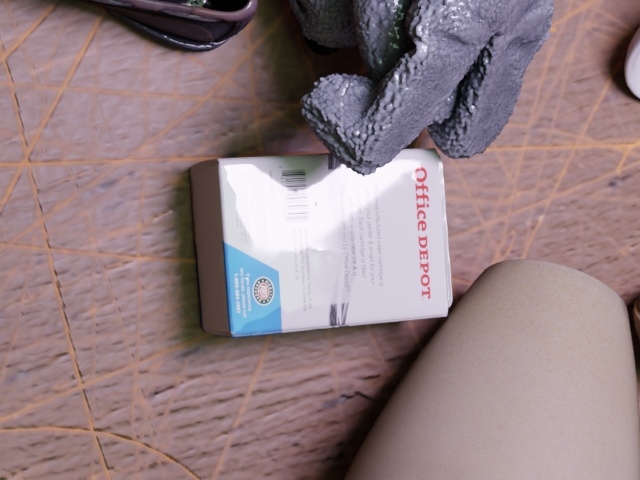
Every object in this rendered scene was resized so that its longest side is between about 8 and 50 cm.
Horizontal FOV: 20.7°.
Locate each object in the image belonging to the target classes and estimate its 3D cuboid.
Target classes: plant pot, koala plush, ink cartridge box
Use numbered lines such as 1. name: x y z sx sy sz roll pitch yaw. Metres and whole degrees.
1. plant pot: 0.154 0.162 1.410 0.256 0.256 0.274 29 64 -19
2. koala plush: 0.050 -0.196 1.365 0.196 0.221 0.203 -9 135 -50
3. ink cartridge box: 0.000 0.000 1.417 0.191 0.082 0.139 -4 91 -23

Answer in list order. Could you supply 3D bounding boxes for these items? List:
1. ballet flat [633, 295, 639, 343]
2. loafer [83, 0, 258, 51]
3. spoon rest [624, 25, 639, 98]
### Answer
1. ballet flat: 0.436 0.055 1.585 0.342 0.116 0.124 -21 118 -20
2. loafer: -0.185 -0.232 1.336 0.302 0.095 0.109 20 83 -20
3. spoon rest: 0.344 -0.207 1.478 0.137 0.276 0.084 -2 49 -15
